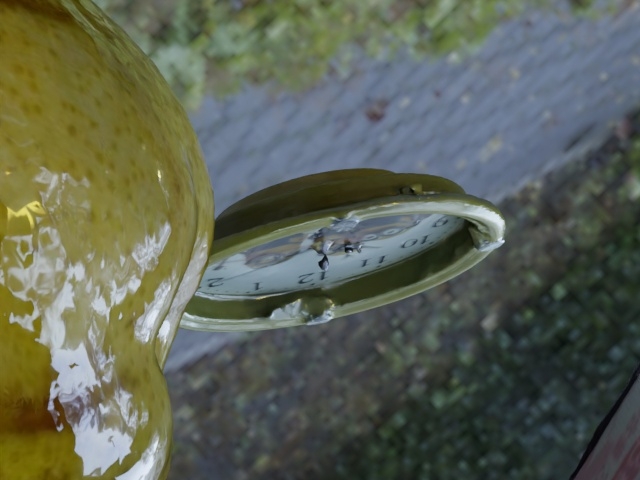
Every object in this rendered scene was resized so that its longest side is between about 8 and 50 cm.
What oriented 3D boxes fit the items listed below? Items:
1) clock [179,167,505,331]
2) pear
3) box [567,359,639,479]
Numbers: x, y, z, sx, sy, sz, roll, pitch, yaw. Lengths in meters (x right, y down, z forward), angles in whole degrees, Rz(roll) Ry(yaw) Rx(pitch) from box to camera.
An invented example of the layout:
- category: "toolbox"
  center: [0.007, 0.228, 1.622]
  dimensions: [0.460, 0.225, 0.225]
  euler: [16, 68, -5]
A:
- category: "clock"
  center: [0.000, 0.000, 1.157]
  dimensions: [0.237, 0.057, 0.237]
  euler: [-13, 163, -4]
- category: "pear"
  center: [-0.194, 0.014, 0.621]
  dimensions: [0.314, 0.314, 0.314]
  euler: [-39, 166, -11]
- category: "box"
  center: [0.105, 0.151, 0.389]
  dimensions: [0.190, 0.112, 0.369]
  euler: [-58, -175, 11]
